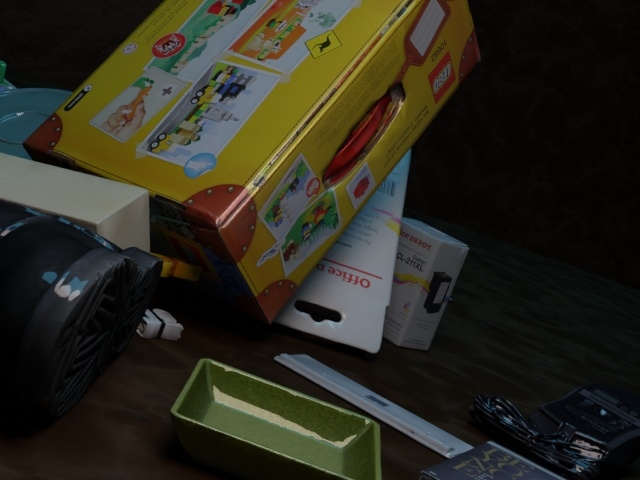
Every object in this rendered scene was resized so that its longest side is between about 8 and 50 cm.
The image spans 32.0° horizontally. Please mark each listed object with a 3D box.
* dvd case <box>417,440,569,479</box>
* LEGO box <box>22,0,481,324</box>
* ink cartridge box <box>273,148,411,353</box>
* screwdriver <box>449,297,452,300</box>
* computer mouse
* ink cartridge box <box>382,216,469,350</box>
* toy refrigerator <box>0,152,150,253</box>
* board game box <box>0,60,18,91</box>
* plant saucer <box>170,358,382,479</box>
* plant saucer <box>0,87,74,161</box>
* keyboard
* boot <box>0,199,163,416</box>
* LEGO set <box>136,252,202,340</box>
[{"bbox_3d":[0.214,0.266,1.169,0.164,0.018,0.221,25,9,25],"label":"dvd case"},{"bbox_3d":[-0.082,-0.187,1.502,0.372,0.500,0.193,23,-28,35],"label":"LEGO box"},{"bbox_3d":[0.000,0.000,1.615,0.207,0.353,0.119,19,-32,-13],"label":"ink cartridge box"},{"bbox_3d":[0.217,0.089,2.307,0.024,0.025,0.170,15,19,-39],"label":"screwdriver"},{"bbox_3d":[0.327,0.247,1.415,0.272,0.072,0.188,-5,26,-43],"label":"computer mouse"},{"bbox_3d":[0.134,0.062,1.717,0.072,0.175,0.127,13,11,-42],"label":"ink cartridge box"},{"bbox_3d":[-0.333,-0.027,1.259,0.269,0.094,0.102,14,29,20],"label":"toy refrigerator"},{"bbox_3d":[-0.633,-0.247,1.925,0.390,0.050,0.390,35,24,34],"label":"board game box"},{"bbox_3d":[-0.040,0.180,1.011,0.188,0.045,0.188,21,9,-1],"label":"plant saucer"},{"bbox_3d":[-0.433,-0.152,1.654,0.317,0.044,0.318,3,33,-2],"label":"plant saucer"},{"bbox_3d":[0.061,0.190,1.309,0.256,0.014,0.072,26,5,30],"label":"keyboard"},{"bbox_3d":[-0.388,-0.008,0.999,0.445,0.146,0.367,24,-1,-1],"label":"boot"},{"bbox_3d":[-0.205,0.042,1.345,0.093,0.087,0.227,15,12,-36],"label":"LEGO set"}]
